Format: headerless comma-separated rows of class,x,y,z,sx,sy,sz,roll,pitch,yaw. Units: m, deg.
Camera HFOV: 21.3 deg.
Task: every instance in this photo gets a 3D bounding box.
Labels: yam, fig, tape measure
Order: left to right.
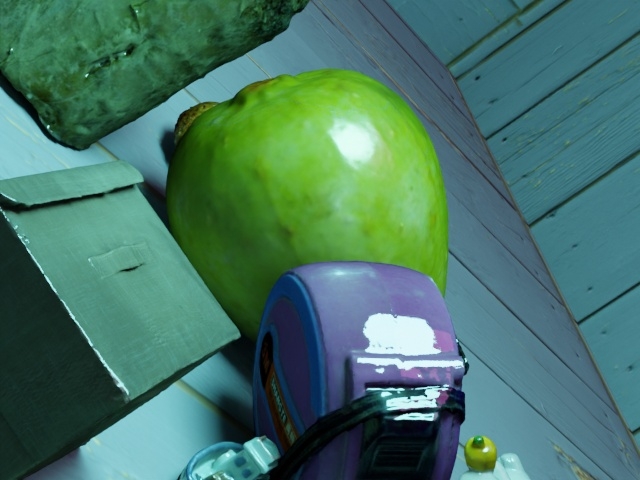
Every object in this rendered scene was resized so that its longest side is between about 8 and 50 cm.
yam,-0.145,-0.231,1.528,0.195,0.300,0.195,58,5,-8
fig,0.000,0.000,1.581,0.258,0.258,0.326,-96,167,-62
tape measure,0.030,0.140,1.394,0.149,0.245,0.231,3,39,-16

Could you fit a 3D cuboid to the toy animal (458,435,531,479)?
toy animal,0.179,0.282,1.761,0.127,0.131,0.182,37,19,18

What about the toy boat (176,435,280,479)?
toy boat,-0.065,0.178,1.305,0.059,0.066,0.140,53,13,8

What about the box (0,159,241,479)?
box,-0.173,0.053,1.061,0.149,0.155,0.231,56,13,2

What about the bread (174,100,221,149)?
bread,-0.090,-0.061,1.776,0.193,0.064,0.193,53,18,-26
